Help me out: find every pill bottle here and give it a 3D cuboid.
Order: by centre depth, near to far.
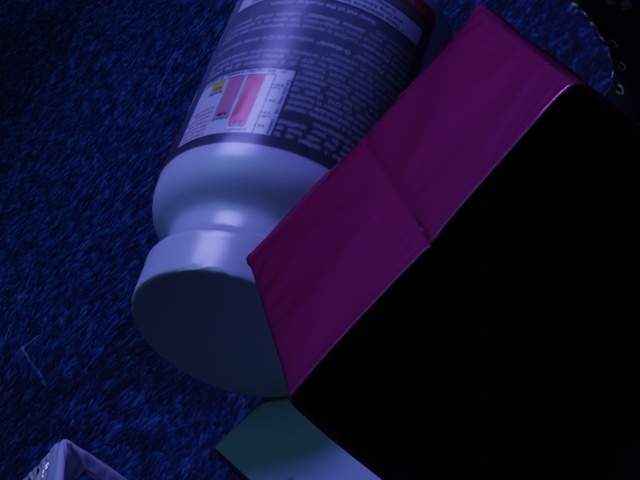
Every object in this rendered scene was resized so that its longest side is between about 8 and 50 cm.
[{"bbox_3d":[-0.023,-0.062,1.557,0.210,0.210,0.363,-20,38,42],"label":"pill bottle"}]

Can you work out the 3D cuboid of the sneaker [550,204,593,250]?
[{"bbox_3d":[0.157,-0.059,1.421,0.111,0.121,0.300,-36,36,-6],"label":"sneaker"}]

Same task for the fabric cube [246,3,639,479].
[{"bbox_3d":[0.136,0.038,1.167,0.259,0.254,0.258,-48,17,8],"label":"fabric cube"}]

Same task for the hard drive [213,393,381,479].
[{"bbox_3d":[0.094,0.098,1.462,0.353,0.047,0.233,-43,27,-10],"label":"hard drive"}]

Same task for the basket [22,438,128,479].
[{"bbox_3d":[-0.234,0.289,1.670,0.103,0.113,0.167,-39,29,20],"label":"basket"}]

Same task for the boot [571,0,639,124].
[{"bbox_3d":[0.245,-0.151,1.481,0.236,0.178,0.085,-31,32,30],"label":"boot"}]
